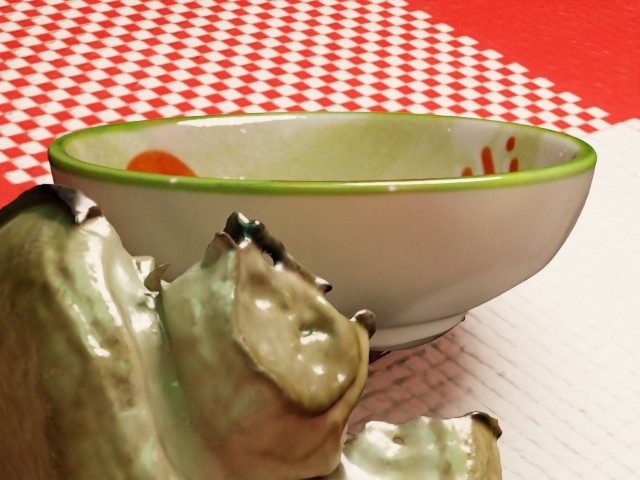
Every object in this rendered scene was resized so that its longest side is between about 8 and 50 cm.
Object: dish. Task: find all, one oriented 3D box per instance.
[{"bbox_3d":[0.000,0.000,0.890,0.324,0.124,0.324,0,11,0],"label":"dish"}]

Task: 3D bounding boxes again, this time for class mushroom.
[{"bbox_3d":[-0.062,0.111,0.667,0.267,0.189,0.164,40,50,-29],"label":"mushroom"}]

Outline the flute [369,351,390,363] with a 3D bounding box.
[{"bbox_3d":[0.006,0.082,0.891,0.014,0.014,0.269,31,38,32],"label":"flute"}]
